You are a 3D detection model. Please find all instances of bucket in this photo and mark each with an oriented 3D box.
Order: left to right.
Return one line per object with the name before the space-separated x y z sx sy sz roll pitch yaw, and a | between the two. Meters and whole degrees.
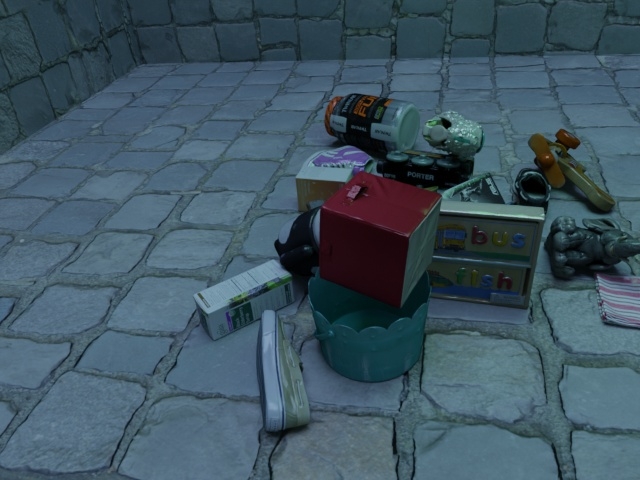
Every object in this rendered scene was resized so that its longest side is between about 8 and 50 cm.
bucket | 0.110 0.168 1.220 0.282 0.183 0.281 -3 34 2

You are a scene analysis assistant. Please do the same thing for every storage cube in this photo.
storage cube | 0.124 -0.008 1.132 0.193 0.214 0.184 20 40 23

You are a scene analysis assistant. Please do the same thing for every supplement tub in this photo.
supplement tub | 0.198 -0.460 2.107 0.338 0.207 0.207 18 41 30

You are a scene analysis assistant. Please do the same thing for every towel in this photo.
towel | 0.753 0.139 1.310 0.144 0.029 0.197 6 36 15

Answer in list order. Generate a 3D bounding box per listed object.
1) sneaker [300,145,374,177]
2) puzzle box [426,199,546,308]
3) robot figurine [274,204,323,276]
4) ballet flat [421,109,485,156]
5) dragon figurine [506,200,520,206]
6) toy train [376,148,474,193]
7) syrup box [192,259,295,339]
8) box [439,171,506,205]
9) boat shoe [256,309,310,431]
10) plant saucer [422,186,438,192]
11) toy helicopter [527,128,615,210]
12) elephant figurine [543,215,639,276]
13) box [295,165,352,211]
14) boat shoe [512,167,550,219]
sneaker | 0.071 -0.263 1.933 0.282 0.102 0.161 -27 43 -29
puzzle box | 0.313 0.029 1.318 0.410 0.271 0.052 5 36 16
robot figurine | 0.000 0.003 1.437 0.278 0.174 0.209 -21 45 46
ballet flat | 0.416 -0.367 1.805 0.147 0.146 0.409 -8 15 -4
dragon figurine | 0.492 -0.074 1.607 0.144 0.085 0.289 -31 43 -33
toy train | 0.364 -0.239 1.837 0.334 0.142 0.190 12 26 27
syrup box | -0.192 0.147 1.370 0.237 0.093 0.096 -24 39 -26
box | 0.421 -0.045 1.453 0.183 0.230 0.056 -23 -6 -13
boat shoe | -0.086 0.279 1.176 0.094 0.109 0.302 4 41 -14
plant saucer | 0.250 -0.115 1.666 0.241 0.037 0.241 -17 6 2
toy helicopter | 0.792 -0.226 1.718 0.235 0.140 0.355 6 41 -39
elephant figurine | 0.721 0.016 1.387 0.240 0.169 0.185 -3 48 14
box | 0.015 -0.164 1.766 0.171 0.130 0.091 6 35 17
boat shoe | 0.678 -0.166 1.711 0.115 0.091 0.302 2 35 10
